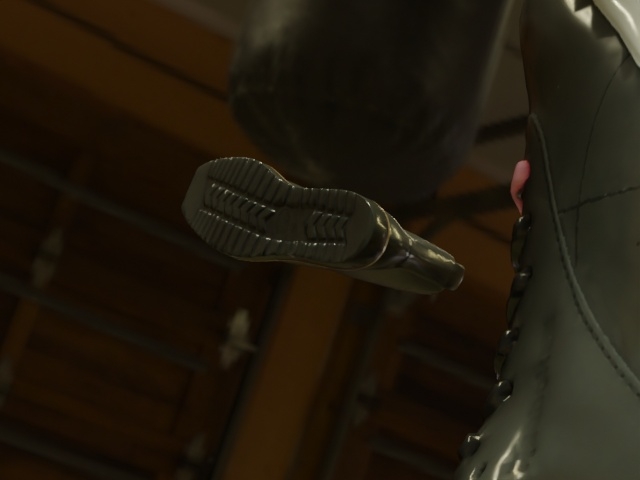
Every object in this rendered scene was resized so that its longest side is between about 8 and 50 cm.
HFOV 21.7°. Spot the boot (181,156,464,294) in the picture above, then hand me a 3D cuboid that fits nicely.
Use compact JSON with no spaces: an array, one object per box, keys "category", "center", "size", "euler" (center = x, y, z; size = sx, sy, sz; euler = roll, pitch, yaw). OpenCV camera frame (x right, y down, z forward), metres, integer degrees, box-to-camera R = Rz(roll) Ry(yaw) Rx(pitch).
[{"category":"boot","center":[0.000,0.000,1.284],"size":[0.198,0.077,0.137],"euler":[21,-3,41]}]

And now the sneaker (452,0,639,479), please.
[{"category":"sneaker","center":[0.050,0.048,0.378],"size":[0.147,0.296,0.104],"euler":[-23,-42,12]}]
